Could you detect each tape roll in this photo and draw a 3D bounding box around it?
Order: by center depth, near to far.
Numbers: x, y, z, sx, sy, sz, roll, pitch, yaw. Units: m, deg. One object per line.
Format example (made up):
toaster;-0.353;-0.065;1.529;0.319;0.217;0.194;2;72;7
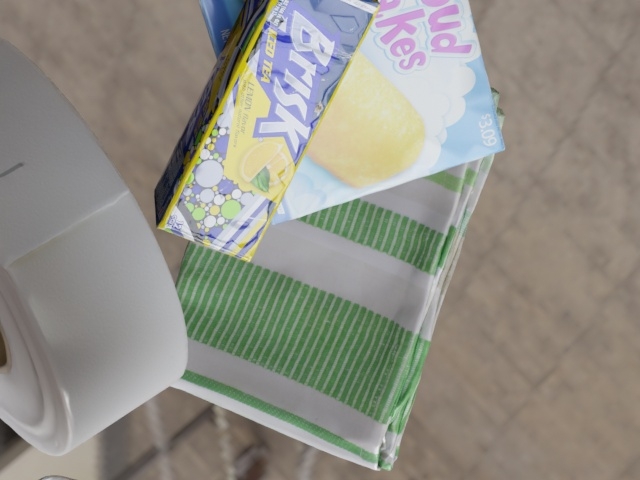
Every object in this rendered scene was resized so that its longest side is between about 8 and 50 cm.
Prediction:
tape roll;-0.211;0.002;1.337;0.286;0.100;0.286;45;154;29

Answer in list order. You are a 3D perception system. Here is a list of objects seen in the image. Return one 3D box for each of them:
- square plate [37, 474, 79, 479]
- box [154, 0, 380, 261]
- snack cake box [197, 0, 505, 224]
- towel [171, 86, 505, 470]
square plate;-0.188;0.276;1.106;0.049;0.344;0.347;52;-173;24
box;-0.031;-0.077;1.087;0.059;0.169;0.054;21;-157;-18
snack cake box;0.002;-0.159;1.151;0.089;0.152;0.264;-109;2;-61
towel;0.000;0.000;1.635;0.248;0.038;0.325;19;97;25
